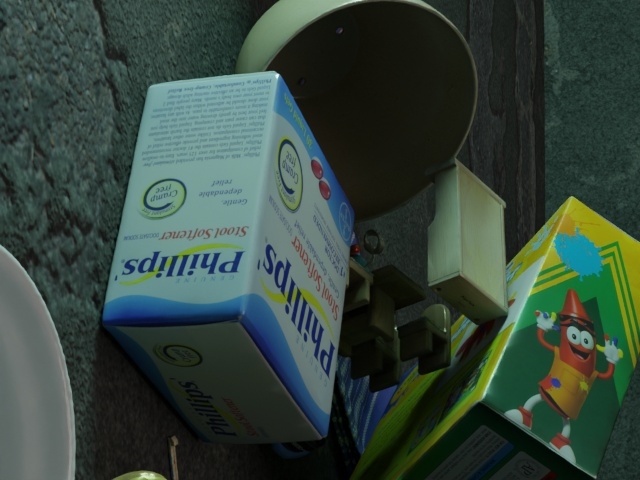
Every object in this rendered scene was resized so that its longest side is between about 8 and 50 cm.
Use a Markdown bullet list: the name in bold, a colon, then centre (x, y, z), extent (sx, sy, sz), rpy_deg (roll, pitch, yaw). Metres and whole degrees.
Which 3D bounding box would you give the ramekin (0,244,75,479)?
- **ramekin**: centre (-0.278, 0.135, 0.997), extent (0.277, 0.135, 0.277), rpy_deg (-4, 90, -71)

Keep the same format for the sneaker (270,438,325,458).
- **sneaker**: centre (-0.025, 0.162, 1.840), extent (0.067, 0.078, 0.188), rpy_deg (42, 39, -63)

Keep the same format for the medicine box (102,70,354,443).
- **medicine box**: centre (-0.083, 0.023, 1.591), extent (0.263, 0.149, 0.289), rpy_deg (60, 31, -53)

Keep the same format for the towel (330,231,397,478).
- **towel**: centre (0.045, 0.132, 2.129), extent (0.243, 0.040, 0.336), rpy_deg (-67, 147, -56)

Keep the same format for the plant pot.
- **plant pot**: centre (0.015, -0.188, 1.818), extent (0.191, 0.284, 0.284), rpy_deg (-123, -169, -51)

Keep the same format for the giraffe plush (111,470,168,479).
- **giraffe plush**: centre (-0.160, 0.315, 1.281), extent (0.170, 0.181, 0.210), rpy_deg (-35, 102, -56)

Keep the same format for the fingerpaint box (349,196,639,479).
- **fingerpaint box**: centre (0.203, 0.220, 1.896), extent (0.445, 0.163, 0.371), rpy_deg (-53, -176, 44)

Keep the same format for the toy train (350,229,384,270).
- **toy train**: centre (0.000, 0.000, 1.914), extent (0.046, 0.166, 0.125), rpy_deg (-21, 133, -39)

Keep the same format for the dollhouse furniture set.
- **dollhouse furniture set**: centre (0.088, 0.034, 1.816), extent (0.212, 0.242, 0.161), rpy_deg (38, 42, -39)

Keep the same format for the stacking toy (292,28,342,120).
- **stacking toy**: centre (0.030, -0.189, 2.031), extent (0.302, 0.166, 0.175), rpy_deg (-33, 128, -53)

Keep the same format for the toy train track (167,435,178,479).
- **toy train track**: centre (-0.142, 0.238, 1.576), extent (0.048, 0.014, 0.083), rpy_deg (-18, 102, -71)
